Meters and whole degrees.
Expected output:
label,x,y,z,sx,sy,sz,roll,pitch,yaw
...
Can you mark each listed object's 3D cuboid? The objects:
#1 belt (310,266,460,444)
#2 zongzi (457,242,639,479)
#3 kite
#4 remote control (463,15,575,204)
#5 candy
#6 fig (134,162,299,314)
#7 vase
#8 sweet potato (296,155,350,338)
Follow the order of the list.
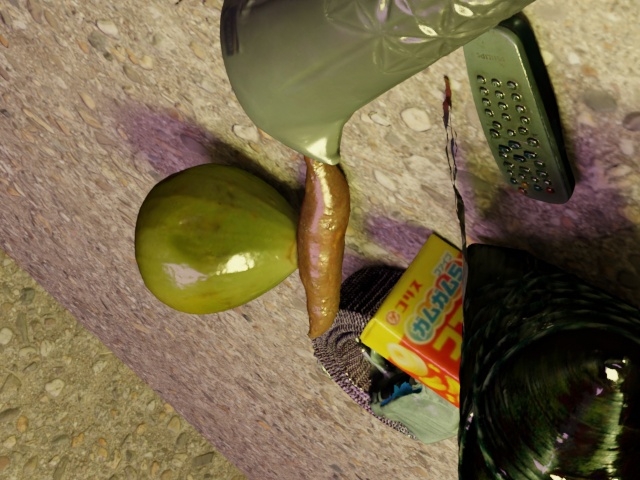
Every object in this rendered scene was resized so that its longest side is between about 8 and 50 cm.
label,x,y,z,sx,sy,sz,roll,pitch,yaw
belt,0.114,0.160,1.403,0.260,0.122,0.325,45,155,0
zongzi,0.240,0.132,0.919,0.319,0.383,0.362,24,139,11
kite,0.133,-0.035,0.988,0.015,0.141,0.245,-6,127,8
remote control,0.176,-0.110,0.888,0.072,0.042,0.222,20,153,37
candy,0.200,0.130,1.184,0.276,0.146,0.088,36,156,7
fig,-0.135,-0.009,1.342,0.230,0.207,0.207,-26,117,42
vase,0.044,-0.203,0.799,0.301,0.156,0.251,-13,101,55
sweet potato,0.000,0.000,1.263,0.066,0.072,0.314,-1,129,-6
